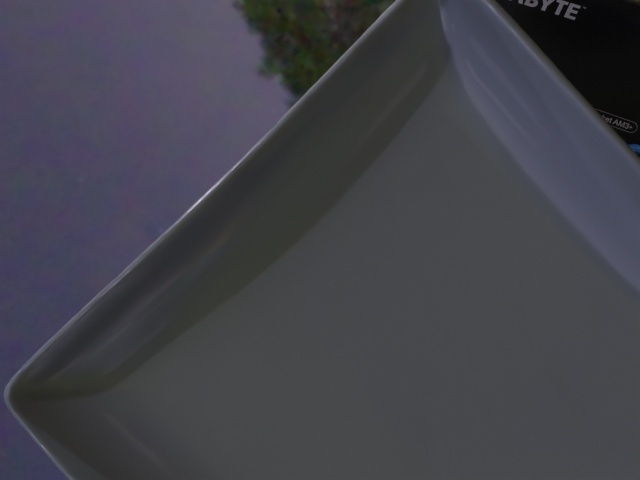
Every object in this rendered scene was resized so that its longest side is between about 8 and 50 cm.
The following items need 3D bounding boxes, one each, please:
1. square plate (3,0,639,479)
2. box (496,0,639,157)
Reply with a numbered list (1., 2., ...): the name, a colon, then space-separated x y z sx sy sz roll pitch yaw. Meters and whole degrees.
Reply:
1. square plate: 0.062 0.094 0.663 0.347 0.344 0.049 47 -172 6
2. box: 0.188 -0.052 0.987 0.295 0.293 0.073 24 178 23
